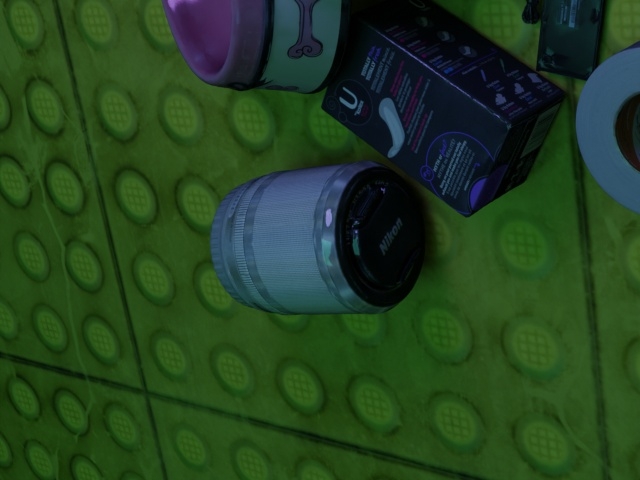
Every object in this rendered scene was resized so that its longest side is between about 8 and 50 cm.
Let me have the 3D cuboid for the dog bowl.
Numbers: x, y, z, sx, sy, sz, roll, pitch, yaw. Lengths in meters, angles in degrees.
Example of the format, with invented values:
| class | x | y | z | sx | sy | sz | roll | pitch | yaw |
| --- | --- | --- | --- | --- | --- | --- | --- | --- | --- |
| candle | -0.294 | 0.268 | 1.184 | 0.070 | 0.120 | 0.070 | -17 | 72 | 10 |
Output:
| class | x | y | z | sx | sy | sz | roll | pitch | yaw |
| --- | --- | --- | --- | --- | --- | --- | --- | --- | --- |
| dog bowl | -0.111 | -0.386 | 1.736 | 0.408 | 0.150 | 0.408 | 166 | 90 | -68 |

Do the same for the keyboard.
| class | x | y | z | sx | sy | sz | roll | pitch | yaw |
| --- | --- | --- | --- | --- | --- | --- | --- | --- | --- |
| keyboard | 0.305 | -0.295 | 1.623 | 0.108 | 0.023 | 0.180 | 17 | 122 | 27 |

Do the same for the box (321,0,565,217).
| class | x | y | z | sx | sy | sz | roll | pitch | yaw |
| --- | --- | --- | --- | --- | --- | --- | --- | --- | --- |
| box | 0.159 | -0.186 | 1.722 | 0.270 | 0.143 | 0.165 | 39 | 133 | 20 |

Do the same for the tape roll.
| class | x | y | z | sx | sy | sz | roll | pitch | yaw |
| --- | --- | --- | --- | --- | --- | --- | --- | --- | --- |
| tape roll | 0.423 | -0.138 | 1.565 | 0.219 | 0.072 | 0.219 | 20 | 123 | 34 |

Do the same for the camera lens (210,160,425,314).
| class | x | y | z | sx | sy | sz | roll | pitch | yaw |
| --- | --- | --- | --- | --- | --- | --- | --- | --- | --- |
| camera lens | 0.000 | 0.000 | 1.907 | 0.274 | 0.219 | 0.219 | -4 | 109 | 43 |
